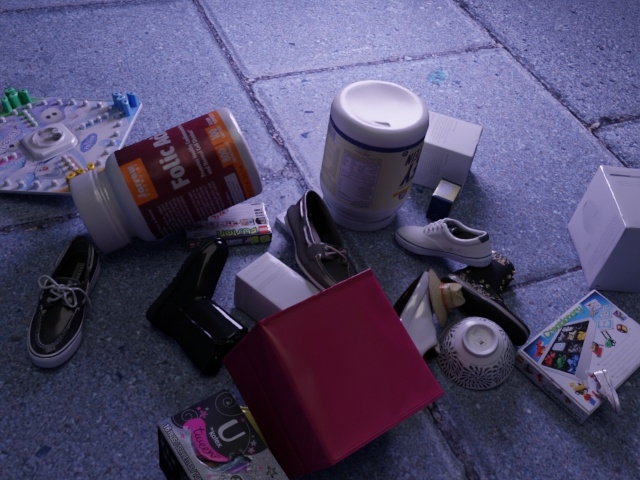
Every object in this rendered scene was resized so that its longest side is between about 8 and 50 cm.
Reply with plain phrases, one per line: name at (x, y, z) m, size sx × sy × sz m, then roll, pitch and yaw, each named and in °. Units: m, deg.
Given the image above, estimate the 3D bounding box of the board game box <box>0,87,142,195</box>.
board game box at (-0.705, -0.268, 1.774) m, size 0.391 × 0.050 × 0.389 m, roll 3°, pitch 46°, yaw 6°

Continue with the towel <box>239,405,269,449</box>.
towel at (-0.149, 0.419, 1.280) m, size 0.102 × 0.021 × 0.237 m, roll 10°, pitch 46°, yaw -5°

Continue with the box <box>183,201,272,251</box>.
box at (-0.231, -0.035, 1.684) m, size 0.207 × 0.036 × 0.114 m, roll -6°, pitch 48°, yaw -15°

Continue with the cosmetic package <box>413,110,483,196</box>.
cosmetic package at (0.330, -0.242, 1.894) m, size 0.184 × 0.151 × 0.151 m, roll 20°, pitch 47°, yaw 10°

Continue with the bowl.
bowl at (0.338, 0.226, 1.473) m, size 0.170 × 0.080 × 0.170 m, roll -1°, pitch 59°, yaw 2°

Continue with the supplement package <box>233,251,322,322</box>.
supplement package at (-0.089, 0.130, 1.503) m, size 0.179 × 0.105 × 0.105 m, roll 35°, pitch 49°, yaw 22°

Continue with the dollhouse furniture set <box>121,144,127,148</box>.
dollhouse furniture set at (-0.445, -0.245, 1.820) m, size 0.059 × 0.076 × 0.152 m, roll 36°, pitch 52°, yaw 25°

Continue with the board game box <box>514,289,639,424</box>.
board game box at (0.600, 0.251, 1.540) m, size 0.305 × 0.053 × 0.193 m, roll -28°, pitch 58°, yaw -31°

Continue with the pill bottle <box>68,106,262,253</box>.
pill bottle at (-0.352, -0.134, 1.581) m, size 0.392 × 0.224 × 0.224 m, roll -25°, pitch 54°, yaw -8°

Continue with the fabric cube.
fabric cube at (0.012, 0.248, 1.251) m, size 0.254 × 0.259 × 0.258 m, roll -24°, pitch 77°, yaw -30°

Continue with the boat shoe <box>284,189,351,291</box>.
boat shoe at (0.000, 0.000, 1.567) m, size 0.112 × 0.095 × 0.335 m, roll 18°, pitch 27°, yaw -32°

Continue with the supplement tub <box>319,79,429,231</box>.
supplement tub at (0.123, -0.203, 1.702) m, size 0.236 × 0.324 × 0.235 m, roll 5°, pitch 46°, yaw -5°

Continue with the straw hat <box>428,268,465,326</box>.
straw hat at (0.291, 0.124, 1.539) m, size 0.061 × 0.144 × 0.144 m, roll -13°, pitch 43°, yaw 20°

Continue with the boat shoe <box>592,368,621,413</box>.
boat shoe at (0.592, 0.315, 1.426) m, size 0.035 × 0.035 × 0.100 m, roll -15°, pitch 54°, yaw 10°

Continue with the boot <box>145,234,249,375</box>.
boot at (-0.221, 0.136, 1.444) m, size 0.207 × 0.094 × 0.246 m, roll 35°, pitch 81°, yaw 22°

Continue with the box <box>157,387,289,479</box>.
box at (-0.155, 0.407, 1.160) m, size 0.142 × 0.163 × 0.247 m, roll -24°, pitch 57°, yaw -30°

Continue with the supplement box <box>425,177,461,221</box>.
supplement box at (0.324, -0.103, 1.808) m, size 0.056 × 0.083 × 0.083 m, roll 24°, pitch 49°, yaw 12°

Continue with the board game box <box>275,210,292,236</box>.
board game box at (-0.051, -0.046, 1.735) m, size 0.090 × 0.020 × 0.090 m, roll -27°, pitch 58°, yaw -30°

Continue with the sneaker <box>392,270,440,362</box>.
sneaker at (0.213, 0.197, 1.513) m, size 0.123 × 0.106 × 0.290 m, roll 34°, pitch 49°, yaw -5°

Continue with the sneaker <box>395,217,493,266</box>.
sneaker at (0.300, -0.013, 1.671) m, size 0.258 × 0.091 × 0.094 m, roll 13°, pitch 32°, yaw 33°

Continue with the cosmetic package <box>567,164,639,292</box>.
cosmetic package at (0.745, -0.027, 1.709) m, size 0.138 × 0.224 × 0.224 m, roll 6°, pitch 47°, yaw -4°

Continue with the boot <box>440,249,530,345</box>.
boot at (0.422, 0.124, 1.610) m, size 0.236 × 0.085 × 0.179 m, roll 38°, pitch 50°, yaw 25°

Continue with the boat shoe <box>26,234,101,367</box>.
boat shoe at (-0.535, 0.117, 1.440) m, size 0.113 × 0.104 × 0.306 m, roll 11°, pitch 46°, yaw 1°
